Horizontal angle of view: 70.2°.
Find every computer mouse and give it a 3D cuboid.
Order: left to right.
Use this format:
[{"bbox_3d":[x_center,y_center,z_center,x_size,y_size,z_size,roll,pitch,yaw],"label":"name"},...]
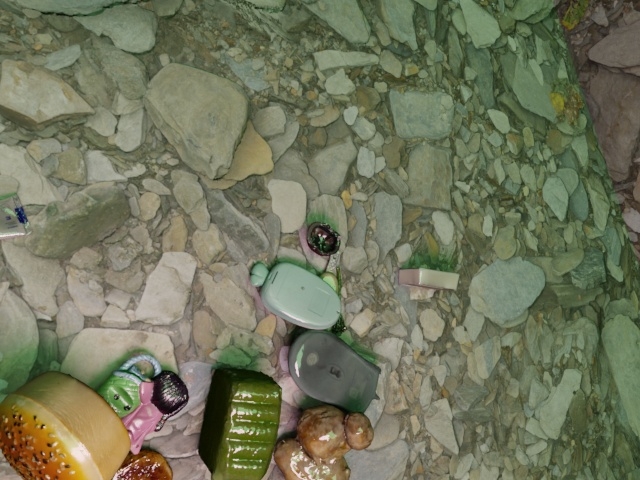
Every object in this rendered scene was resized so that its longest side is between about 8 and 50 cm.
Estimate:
[{"bbox_3d":[0.037,0.399,1.377,0.370,0.121,0.189,37,68,-24],"label":"computer mouse"}]

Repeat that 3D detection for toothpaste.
[{"bbox_3d":[-0.831,-0.014,1.002,0.323,0.066,0.100,-21,89,-33],"label":"toothpaste"}]

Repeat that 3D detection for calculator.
[{"bbox_3d":[-0.072,0.154,1.343,0.295,0.042,0.184,27,48,-5],"label":"calculator"}]

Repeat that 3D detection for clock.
[{"bbox_3d":[-0.445,0.392,1.136,0.195,0.100,0.194,-41,103,-33],"label":"clock"}]

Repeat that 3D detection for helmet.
[{"bbox_3d":[0.000,0.000,1.431,0.123,0.070,0.098,33,64,-13],"label":"helmet"}]

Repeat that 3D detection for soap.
[{"bbox_3d":[0.378,0.137,1.586,0.183,0.121,0.064,10,81,-27],"label":"soap"}]

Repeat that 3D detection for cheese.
[{"bbox_3d":[0.025,0.121,1.445,0.096,0.037,0.192,21,72,-13],"label":"cheese"}]

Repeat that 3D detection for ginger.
[{"bbox_3d":[0.011,0.582,1.277,0.244,0.155,0.304,27,110,3],"label":"ginger"}]

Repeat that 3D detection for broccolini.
[{"bbox_3d":[0.054,0.197,1.461,0.044,0.042,0.219,10,73,-54],"label":"broccolini"}]

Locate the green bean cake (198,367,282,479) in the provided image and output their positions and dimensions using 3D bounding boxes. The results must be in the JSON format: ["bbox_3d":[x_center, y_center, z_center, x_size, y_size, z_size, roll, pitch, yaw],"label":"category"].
[{"bbox_3d":[-0.205,0.463,1.167,0.156,0.249,0.247,15,77,-25],"label":"green bean cake"}]

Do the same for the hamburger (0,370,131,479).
[{"bbox_3d":[-0.552,0.425,0.969,0.300,0.300,0.176,56,44,-11],"label":"hamburger"}]

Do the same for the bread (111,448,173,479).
[{"bbox_3d":[-0.462,0.613,1.124,0.193,0.063,0.194,3,85,-33],"label":"bread"}]
